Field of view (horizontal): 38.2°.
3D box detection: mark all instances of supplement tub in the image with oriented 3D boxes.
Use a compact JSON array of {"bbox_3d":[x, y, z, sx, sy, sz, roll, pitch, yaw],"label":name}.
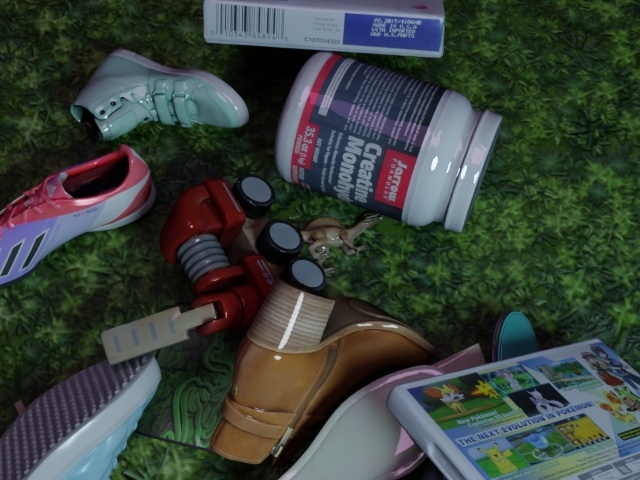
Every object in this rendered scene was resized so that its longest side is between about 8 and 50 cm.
[{"bbox_3d":[0.091,-0.132,1.260,0.272,0.191,0.191,20,64,10],"label":"supplement tub"}]

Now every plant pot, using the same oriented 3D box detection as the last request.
[{"bbox_3d":[0.159,0.201,1.137,0.109,0.109,0.096,-24,75,-12],"label":"plant pot"}]

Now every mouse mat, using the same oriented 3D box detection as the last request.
[{"bbox_3d":[-0.146,0.177,1.201,0.152,0.007,0.190,12,64,6],"label":"mouse mat"}]

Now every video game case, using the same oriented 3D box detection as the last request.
[{"bbox_3d":[0.279,0.228,0.955,0.329,0.036,0.300,-7,37,-34],"label":"video game case"}]

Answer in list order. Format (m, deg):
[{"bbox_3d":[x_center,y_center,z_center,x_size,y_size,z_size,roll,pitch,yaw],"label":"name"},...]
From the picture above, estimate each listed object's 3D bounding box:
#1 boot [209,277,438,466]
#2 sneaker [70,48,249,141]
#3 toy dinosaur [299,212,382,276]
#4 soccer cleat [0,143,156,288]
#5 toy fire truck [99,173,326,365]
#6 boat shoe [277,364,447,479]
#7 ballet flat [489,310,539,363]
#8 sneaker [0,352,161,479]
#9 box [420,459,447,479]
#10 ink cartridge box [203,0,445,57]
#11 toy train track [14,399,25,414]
[{"bbox_3d":[0.008,0.180,1.130,0.109,0.283,0.220,27,96,44],"label":"boot"},{"bbox_3d":[-0.237,-0.179,1.338,0.256,0.094,0.151,19,58,21],"label":"sneaker"},{"bbox_3d":[0.000,0.000,1.280,0.183,0.053,0.092,-4,46,-10],"label":"toy dinosaur"},{"bbox_3d":[-0.378,-0.034,1.249,0.318,0.116,0.108,-26,65,-14],"label":"soccer cleat"},{"bbox_3d":[-0.155,0.047,1.167,0.246,0.158,0.217,-10,58,-40],"label":"toy fire truck"},{"bbox_3d":[0.039,0.262,1.063,0.305,0.091,0.109,-43,66,-1],"label":"boat shoe"},{"bbox_3d":[0.241,0.191,1.157,0.074,0.074,0.203,-5,65,-3],"label":"ballet flat"},{"bbox_3d":[-0.305,0.287,1.094,0.135,0.150,0.366,3,37,38],"label":"sneaker"},{"bbox_3d":[0.170,0.455,0.939,0.293,0.212,0.395,24,64,13],"label":"box"},{"bbox_3d":[0.014,-0.360,1.359,0.324,0.071,0.330,3,31,2],"label":"ink cartridge box"},{"bbox_3d":[-0.364,0.238,1.165,0.048,0.014,0.083,-33,61,-9],"label":"toy train track"}]
